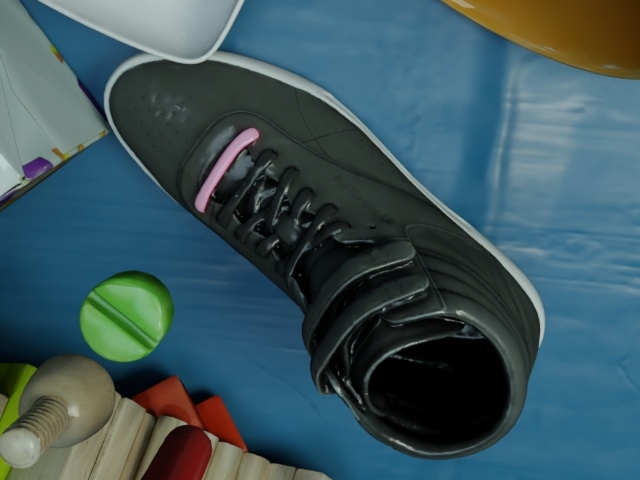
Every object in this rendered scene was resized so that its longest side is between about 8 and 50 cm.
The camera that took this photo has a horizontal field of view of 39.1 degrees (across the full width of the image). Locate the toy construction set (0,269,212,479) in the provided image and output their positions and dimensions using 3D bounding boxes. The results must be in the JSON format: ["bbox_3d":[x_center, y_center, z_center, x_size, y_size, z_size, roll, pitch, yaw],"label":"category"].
[{"bbox_3d":[-0.199,0.068,0.302,0.309,0.237,0.257,9,95,-1],"label":"toy construction set"}]

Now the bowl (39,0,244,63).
[{"bbox_3d":[-0.090,-0.180,0.476,0.142,0.053,0.142,25,108,-2],"label":"bowl"}]

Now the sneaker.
[{"bbox_3d":[0.000,0.000,0.472,0.296,0.147,0.104,36,109,-4],"label":"sneaker"}]

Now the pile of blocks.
[{"bbox_3d":[-0.135,0.132,0.555,0.362,0.149,0.112,28,63,-19],"label":"pile of blocks"}]

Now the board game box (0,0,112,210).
[{"bbox_3d":[-0.279,-0.030,0.493,0.275,0.142,0.144,-33,102,14],"label":"board game box"}]

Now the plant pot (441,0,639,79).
[{"bbox_3d":[0.117,-0.203,0.385,0.205,0.205,0.188,34,91,-5],"label":"plant pot"}]
